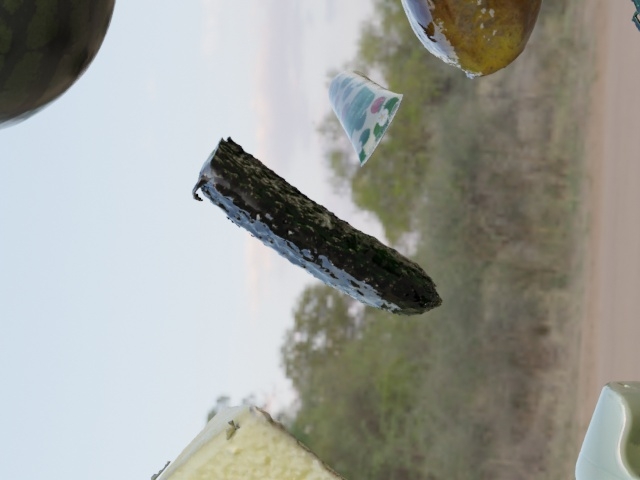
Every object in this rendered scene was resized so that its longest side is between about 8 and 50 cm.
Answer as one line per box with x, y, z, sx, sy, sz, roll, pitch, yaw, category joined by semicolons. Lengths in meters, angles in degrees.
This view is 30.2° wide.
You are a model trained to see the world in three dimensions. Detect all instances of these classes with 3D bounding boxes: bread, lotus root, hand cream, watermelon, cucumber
-0.052;0.145;0.628;0.109;0.084;0.080;-47;7;-16;bread
0.168;-0.335;1.377;0.193;0.193;0.291;-66;-40;-69;lotus root
0.053;-0.161;1.446;0.095;0.059;0.276;-60;15;11;hand cream
-0.230;-0.169;0.747;0.212;0.212;0.212;4;-90;-82;watermelon
-0.002;0.001;1.022;0.067;0.245;0.067;-49;16;19;cucumber

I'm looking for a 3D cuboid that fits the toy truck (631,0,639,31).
0.435;-0.224;1.239;0.088;0.259;0.121;-42;48;39;toy truck

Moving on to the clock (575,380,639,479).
0.388;0.208;0.921;0.265;0.324;0.109;10;-81;-46;clock
